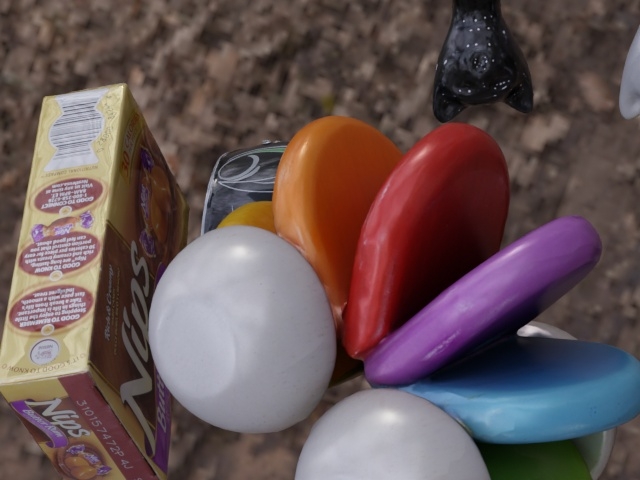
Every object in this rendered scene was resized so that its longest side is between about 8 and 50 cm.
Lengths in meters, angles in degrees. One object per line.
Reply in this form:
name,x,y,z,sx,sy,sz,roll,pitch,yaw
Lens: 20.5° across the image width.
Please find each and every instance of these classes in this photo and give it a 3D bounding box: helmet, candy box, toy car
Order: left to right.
candy box,-0.112,0.024,0.905,0.053,0.109,0.186,-10,49,12
helmet,0.000,0.000,1.343,0.169,0.161,0.169,4,-90,-81
toy car,0.043,0.030,0.645,0.182,0.159,0.136,47,122,17

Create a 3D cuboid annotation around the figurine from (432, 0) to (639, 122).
figurine,0.176,-0.179,1.198,0.092,0.215,0.209,-70,-20,-67
